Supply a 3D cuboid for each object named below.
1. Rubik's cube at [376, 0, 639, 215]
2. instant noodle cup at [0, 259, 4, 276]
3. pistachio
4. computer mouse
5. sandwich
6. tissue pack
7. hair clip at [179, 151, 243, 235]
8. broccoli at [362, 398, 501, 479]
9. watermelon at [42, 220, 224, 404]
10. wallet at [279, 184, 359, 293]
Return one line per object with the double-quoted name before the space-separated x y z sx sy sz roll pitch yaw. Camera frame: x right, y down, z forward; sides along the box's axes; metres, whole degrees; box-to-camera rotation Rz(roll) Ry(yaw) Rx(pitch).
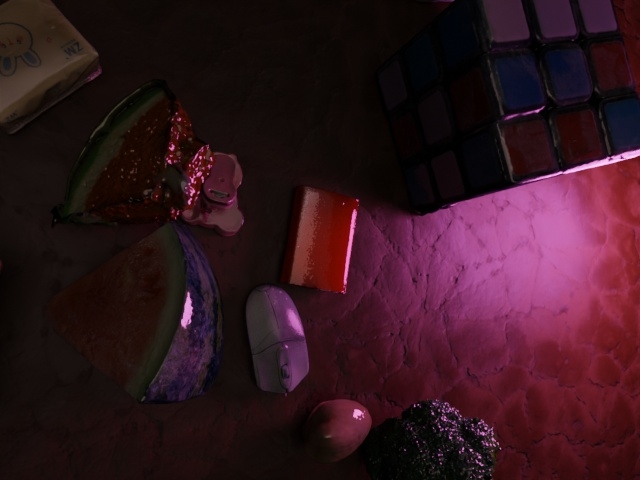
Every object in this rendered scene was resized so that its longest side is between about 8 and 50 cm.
"Rubik's cube" 0.368 -0.277 1.003 0.362 0.363 0.359 -13 88 -18
"instant noodle cup" -0.594 0.112 0.628 0.339 0.340 0.266 21 68 -20
"pistachio" 0.031 0.368 0.959 0.149 0.113 0.113 -10 90 -24
"computer mouse" -0.085 0.197 0.943 0.113 0.068 0.229 -14 92 -21
"sandwich" -0.290 -0.128 0.821 0.212 0.109 0.292 6 69 13
"tissue pack" -0.485 -0.293 0.798 0.196 0.092 0.148 -45 103 -19
"hair clip" -0.201 -0.092 0.936 0.123 0.102 0.138 12 50 -23
"broccoli" 0.224 0.452 0.990 0.269 0.269 0.254 30 81 -18
"watermelon" -0.280 0.112 0.776 0.292 0.250 0.283 -3 82 -26
"wallet" 0.000 0.000 1.003 0.142 0.045 0.204 12 82 -19
